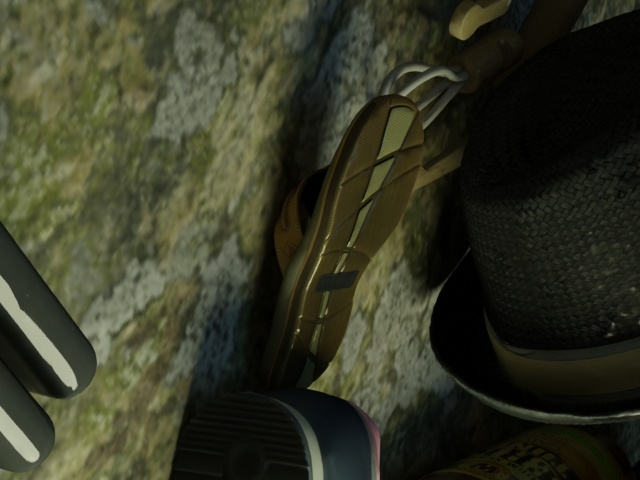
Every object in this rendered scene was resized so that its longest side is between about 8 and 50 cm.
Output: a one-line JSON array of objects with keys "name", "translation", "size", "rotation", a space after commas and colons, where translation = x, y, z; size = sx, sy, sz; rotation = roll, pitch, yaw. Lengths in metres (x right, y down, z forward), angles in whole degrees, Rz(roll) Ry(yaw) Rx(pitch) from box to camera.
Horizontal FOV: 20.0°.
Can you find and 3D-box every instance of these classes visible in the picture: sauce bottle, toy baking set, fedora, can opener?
[{"name": "sauce bottle", "translation": [0.109, 0.199, 1.205], "size": [0.344, 0.111, 0.111], "rotation": [-11, 111, -62]}, {"name": "toy baking set", "translation": [0.100, -0.121, 1.110], "size": [0.256, 0.030, 0.197], "rotation": [-62, 156, 10]}, {"name": "fedora", "translation": [0.199, -0.042, 1.102], "size": [0.334, 0.334, 0.152], "rotation": [-53, 128, -38]}, {"name": "can opener", "translation": [-0.142, 0.000, 0.670], "size": [0.076, 0.095, 0.283], "rotation": [-62, 149, -25]}]

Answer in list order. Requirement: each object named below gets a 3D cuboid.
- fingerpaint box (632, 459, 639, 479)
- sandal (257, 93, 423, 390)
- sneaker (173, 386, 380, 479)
[{"name": "fingerpaint box", "translation": [0.298, 0.265, 1.364], "size": [0.371, 0.163, 0.445], "rotation": [-59, 171, -31]}, {"name": "sandal", "translation": [0.000, 0.000, 0.994], "size": [0.072, 0.049, 0.180], "rotation": [1, 115, -56]}, {"name": "sneaker", "translation": [-0.021, 0.236, 0.980], "size": [0.131, 0.112, 0.319], "rotation": [0, 102, -59]}]
